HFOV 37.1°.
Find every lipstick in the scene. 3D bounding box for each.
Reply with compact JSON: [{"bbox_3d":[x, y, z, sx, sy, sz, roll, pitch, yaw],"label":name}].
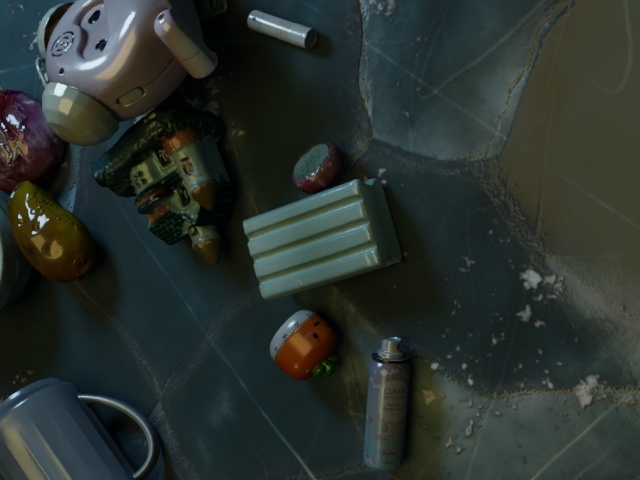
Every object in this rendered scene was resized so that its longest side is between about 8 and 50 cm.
[{"bbox_3d":[-0.072,-0.389,1.755,0.141,0.040,0.040,25,108,29],"label":"lipstick"}]

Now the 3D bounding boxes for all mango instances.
[{"bbox_3d":[-0.585,-0.021,2.059,0.156,0.151,0.249,-43,74,31],"label":"mango"}]

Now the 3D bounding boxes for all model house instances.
[{"bbox_3d":[-0.271,-0.083,1.844,0.253,0.184,0.291,-30,84,27],"label":"model house"}]

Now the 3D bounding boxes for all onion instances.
[{"bbox_3d":[-0.710,-0.233,2.139,0.283,0.120,0.227,46,112,20],"label":"onion"}]

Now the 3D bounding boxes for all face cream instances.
[{"bbox_3d":[0.118,0.285,1.686,0.075,0.075,0.230,8,100,32],"label":"face cream"}]

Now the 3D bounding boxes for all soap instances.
[{"bbox_3d":[0.000,0.000,1.722,0.265,0.087,0.160,-19,85,33],"label":"soap"}]

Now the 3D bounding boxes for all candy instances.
[{"bbox_3d":[-0.004,-0.130,1.709,0.103,0.103,0.043,-30,122,32],"label":"candy"}]

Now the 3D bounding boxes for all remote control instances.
[{"bbox_3d":[-0.231,-0.457,1.862,0.124,0.018,0.053,-7,91,34],"label":"remote control"}]

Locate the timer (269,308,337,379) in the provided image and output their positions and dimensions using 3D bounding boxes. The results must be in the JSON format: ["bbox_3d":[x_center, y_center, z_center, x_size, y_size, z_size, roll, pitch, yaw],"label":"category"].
[{"bbox_3d":[-0.023,0.202,1.753,0.136,0.099,0.136,14,110,41],"label":"timer"}]

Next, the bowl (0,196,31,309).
[{"bbox_3d":[-0.774,0.027,2.180,0.307,0.163,0.307,4,97,33],"label":"bowl"}]

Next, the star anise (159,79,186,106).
[{"bbox_3d":[-0.332,-0.365,1.910,0.195,0.065,0.182,-44,72,27],"label":"star anise"}]

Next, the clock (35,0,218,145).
[{"bbox_3d":[-0.377,-0.359,1.767,0.325,0.184,0.342,-31,44,17],"label":"clock"}]

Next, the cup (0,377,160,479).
[{"bbox_3d":[-0.521,0.453,2.045,0.322,0.237,0.327,-40,71,-1],"label":"cup"}]
